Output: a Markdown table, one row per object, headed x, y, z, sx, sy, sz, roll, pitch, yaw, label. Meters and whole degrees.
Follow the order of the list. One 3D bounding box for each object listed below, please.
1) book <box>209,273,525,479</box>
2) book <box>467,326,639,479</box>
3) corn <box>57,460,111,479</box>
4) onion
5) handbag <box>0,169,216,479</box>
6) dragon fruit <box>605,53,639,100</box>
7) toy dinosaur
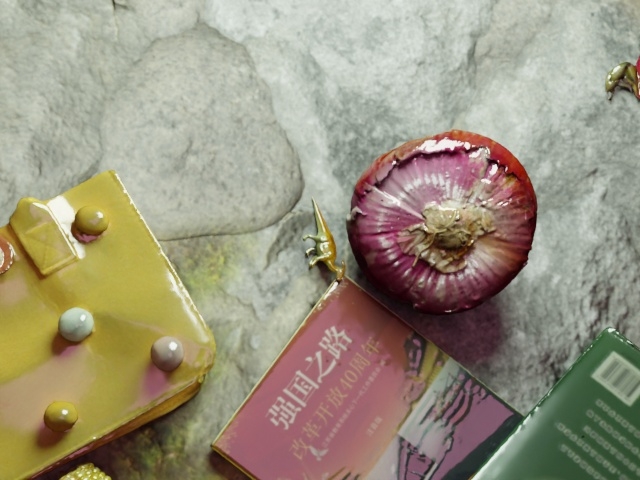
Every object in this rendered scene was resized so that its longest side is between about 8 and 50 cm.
| x | y | z | sx | sy | sz | roll | pitch | yaw | label |
| --- | --- | --- | --- | --- | --- | --- | --- | --- | --- |
| 0.094 | 0.252 | 1.412 | 0.374 | 0.028 | 0.262 | 38 | 75 | -3 | book |
| 0.333 | 0.298 | 1.382 | 0.260 | 0.043 | 0.371 | 40 | 62 | 19 | book |
| -0.206 | 0.344 | 1.295 | 0.244 | 0.093 | 0.093 | 42 | 74 | -1 | corn |
| 0.144 | -0.029 | 1.418 | 0.230 | 0.163 | 0.230 | 0 | 109 | 0 | onion |
| -0.343 | 0.118 | 1.298 | 0.401 | 0.133 | 0.283 | -27 | 81 | -16 | handbag |
| 0.523 | -0.230 | 1.536 | 0.282 | 0.147 | 0.211 | -8 | 82 | -15 | dragon fruit |
| -0.003 | 0.002 | 1.440 | 0.041 | 0.026 | 0.113 | -20 | 68 | -7 | toy dinosaur |
